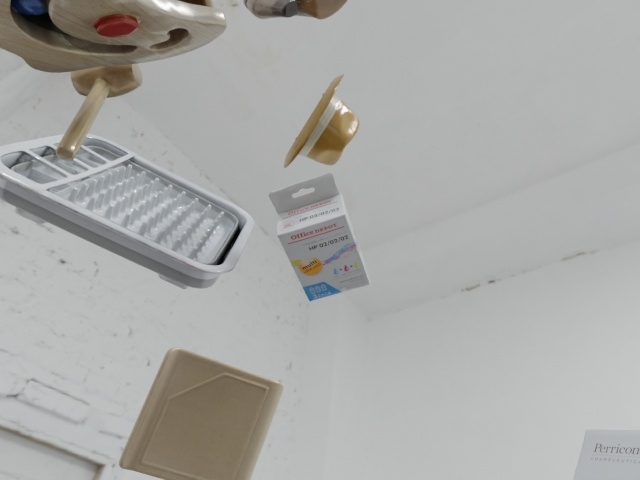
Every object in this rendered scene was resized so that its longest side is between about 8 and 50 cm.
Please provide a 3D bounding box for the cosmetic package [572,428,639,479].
[{"bbox_3d":[0.305,0.256,0.235,0.097,0.284,0.377,42,-30,1],"label":"cosmetic package"}]

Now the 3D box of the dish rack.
[{"bbox_3d":[-0.276,-0.046,0.644,0.333,0.285,0.072,27,-73,-9],"label":"dish rack"}]

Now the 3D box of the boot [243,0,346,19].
[{"bbox_3d":[-0.036,-0.310,0.537,0.119,0.087,0.042,-27,-42,-28],"label":"boot"}]

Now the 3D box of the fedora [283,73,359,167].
[{"bbox_3d":[0.012,-0.183,0.708,0.079,0.194,0.194,31,-47,-10],"label":"fedora"}]

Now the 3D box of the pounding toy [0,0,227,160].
[{"bbox_3d":[-0.145,-0.153,0.306,0.154,0.269,0.154,-17,-81,-7],"label":"pounding toy"}]

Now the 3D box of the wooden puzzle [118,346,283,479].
[{"bbox_3d":[-0.212,0.338,0.788,0.239,0.220,0.044,24,-12,-15],"label":"wooden puzzle"}]

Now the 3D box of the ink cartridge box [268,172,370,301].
[{"bbox_3d":[0.000,0.000,0.638,0.104,0.061,0.181,-18,-54,8],"label":"ink cartridge box"}]
